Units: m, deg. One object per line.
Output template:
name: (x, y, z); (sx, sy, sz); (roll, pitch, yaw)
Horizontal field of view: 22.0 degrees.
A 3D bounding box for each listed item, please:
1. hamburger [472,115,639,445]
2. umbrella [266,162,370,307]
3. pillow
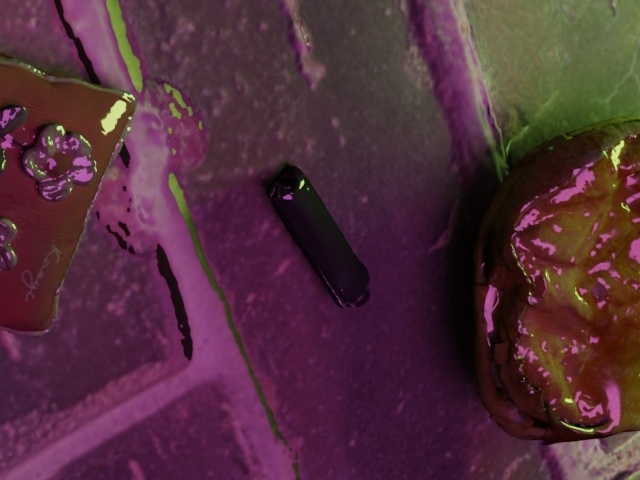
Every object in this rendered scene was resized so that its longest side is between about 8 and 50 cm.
hamburger: (0.230, 0.031, 1.294); (0.265, 0.134, 0.285); (-12, 112, -19)
umbrella: (0.001, -0.001, 1.202); (0.036, 0.031, 0.133); (-38, 127, -9)
pillow: (-0.211, -0.029, 1.033); (0.171, 0.075, 0.179); (15, 105, -36)
